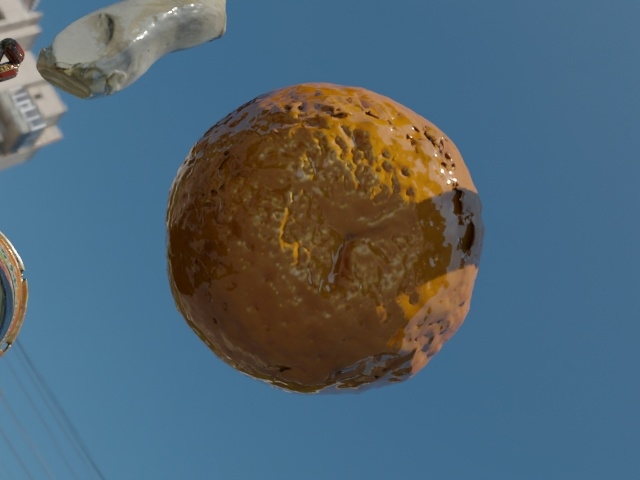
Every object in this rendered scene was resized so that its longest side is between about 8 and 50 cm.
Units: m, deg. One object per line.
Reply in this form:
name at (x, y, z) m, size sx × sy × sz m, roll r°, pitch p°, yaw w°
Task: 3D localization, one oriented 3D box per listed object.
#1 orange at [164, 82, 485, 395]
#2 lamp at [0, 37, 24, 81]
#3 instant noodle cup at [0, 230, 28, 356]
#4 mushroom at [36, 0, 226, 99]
orange at (0.000, 0.000, 0.965) m, size 0.340 × 0.341 × 0.293 m, roll 62°, pitch -8°, yaw -4°
lamp at (-0.389, -0.207, 1.058) m, size 0.031 × 0.083 × 0.063 m, roll 33°, pitch -17°, yaw 29°
instant noodle cup at (-0.456, 0.069, 1.025) m, size 0.230 × 0.230 × 0.182 m, roll 66°, pitch -17°, yaw -8°
mushroom at (-0.250, -0.285, 1.245) m, size 0.097 × 0.351 × 0.109 m, roll 13°, pitch -54°, yaw 34°
